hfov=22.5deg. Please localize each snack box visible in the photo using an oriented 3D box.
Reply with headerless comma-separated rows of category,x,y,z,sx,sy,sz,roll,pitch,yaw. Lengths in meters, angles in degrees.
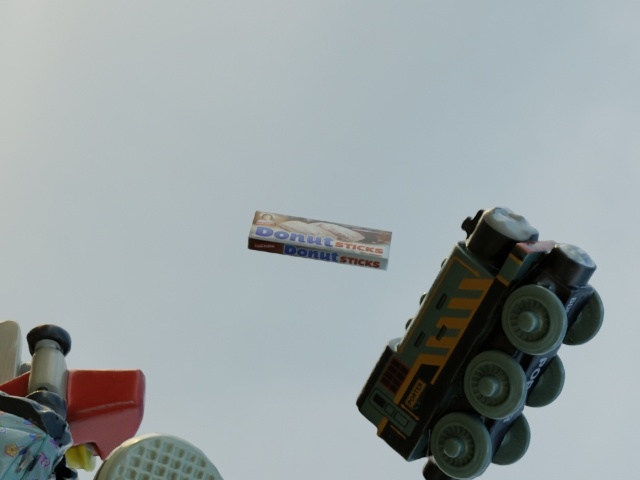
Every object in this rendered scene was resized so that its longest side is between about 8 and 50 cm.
snack box,0.000,0.000,2.029,0.064,0.178,0.022,-78,176,-54

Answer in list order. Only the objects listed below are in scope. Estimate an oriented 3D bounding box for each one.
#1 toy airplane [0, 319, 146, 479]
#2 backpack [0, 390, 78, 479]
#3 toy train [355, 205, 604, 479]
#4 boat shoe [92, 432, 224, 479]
toy airplane,-0.430,0.295,2.117,0.384,0.272,0.386,16,-119,45
backpack,-0.341,0.232,1.561,0.152,0.115,0.182,10,-133,20
toy train,0.178,0.124,1.818,0.190,0.142,0.334,38,-66,26
boat shoe,-0.134,0.427,1.530,0.156,0.187,0.500,-2,-76,56
